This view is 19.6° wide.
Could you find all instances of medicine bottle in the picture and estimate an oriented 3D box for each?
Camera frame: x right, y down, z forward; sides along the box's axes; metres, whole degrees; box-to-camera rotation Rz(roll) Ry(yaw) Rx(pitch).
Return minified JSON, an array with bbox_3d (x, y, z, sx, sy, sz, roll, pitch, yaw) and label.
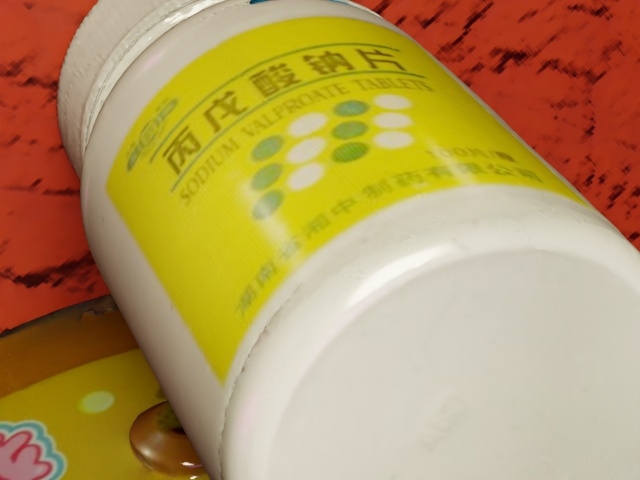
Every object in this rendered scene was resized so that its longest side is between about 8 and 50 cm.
[{"bbox_3d":[0.000,0.000,0.619,0.143,0.258,0.143,-10,119,-18],"label":"medicine bottle"}]

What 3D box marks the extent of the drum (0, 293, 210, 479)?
[{"bbox_3d":[-0.037,0.246,0.768,0.431,0.214,0.431,-11,121,-19],"label":"drum"}]
